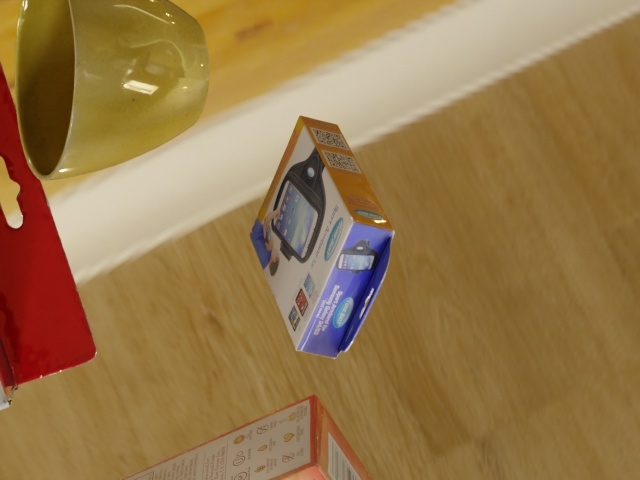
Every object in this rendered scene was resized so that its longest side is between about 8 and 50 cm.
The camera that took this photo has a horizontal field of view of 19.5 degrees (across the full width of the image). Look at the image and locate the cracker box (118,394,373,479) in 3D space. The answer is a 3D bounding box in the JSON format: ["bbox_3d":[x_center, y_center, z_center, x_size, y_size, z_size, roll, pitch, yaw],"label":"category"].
[{"bbox_3d":[-0.066,0.200,1.018,0.232,0.156,0.067,-25,-152,15],"label":"cracker box"}]

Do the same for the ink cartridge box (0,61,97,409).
[{"bbox_3d":[-0.340,-0.005,1.395,0.271,0.130,0.309,-19,-87,-5],"label":"ink cartridge box"}]

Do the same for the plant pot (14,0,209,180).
[{"bbox_3d":[-0.123,-0.103,1.135,0.095,0.134,0.134,-1,-110,-24],"label":"plant pot"}]

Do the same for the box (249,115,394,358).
[{"bbox_3d":[0.000,0.000,0.990,0.028,0.136,0.081,14,-65,-21],"label":"box"}]
